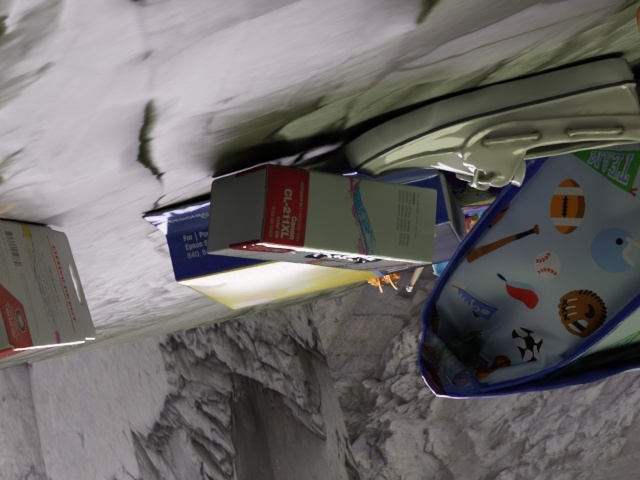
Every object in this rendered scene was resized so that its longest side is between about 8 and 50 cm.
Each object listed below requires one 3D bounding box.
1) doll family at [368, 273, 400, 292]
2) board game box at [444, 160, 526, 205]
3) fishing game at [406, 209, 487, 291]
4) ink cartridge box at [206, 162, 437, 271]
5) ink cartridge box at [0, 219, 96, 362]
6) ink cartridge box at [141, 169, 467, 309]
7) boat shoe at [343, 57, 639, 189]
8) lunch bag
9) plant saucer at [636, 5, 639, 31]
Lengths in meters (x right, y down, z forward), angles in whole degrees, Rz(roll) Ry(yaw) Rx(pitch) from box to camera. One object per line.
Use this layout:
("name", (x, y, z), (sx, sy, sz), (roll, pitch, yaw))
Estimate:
("doll family", (0.146, 0.006, 1.894), (0.263, 0.118, 0.163), (-17, 174, 13))
("board game box", (0.145, -0.050, 1.571), (0.347, 0.056, 0.208), (-13, 172, 26))
("fishing game", (0.232, -0.020, 1.801), (0.264, 0.041, 0.189), (-22, 145, -50))
("ink cartridge box", (0.001, -0.017, 1.130), (0.175, 0.072, 0.127), (7, 172, -26))
("ink cartridge box", (-0.273, 0.047, 1.093), (0.067, 0.115, 0.198), (-18, 174, 9))
("ink cartridge box", (0.000, 0.000, 1.351), (0.304, 0.072, 0.307), (-12, 170, 10))
("boat shoe", (0.158, -0.088, 1.105), (0.267, 0.088, 0.096), (-15, 175, -7))
("lunch bag", (0.316, 0.027, 1.369), (0.385, 0.239, 0.328), (-48, 156, 27))
("plant saucer", (0.303, -0.185, 0.811), (0.200, 0.037, 0.200), (-16, 176, -1))
